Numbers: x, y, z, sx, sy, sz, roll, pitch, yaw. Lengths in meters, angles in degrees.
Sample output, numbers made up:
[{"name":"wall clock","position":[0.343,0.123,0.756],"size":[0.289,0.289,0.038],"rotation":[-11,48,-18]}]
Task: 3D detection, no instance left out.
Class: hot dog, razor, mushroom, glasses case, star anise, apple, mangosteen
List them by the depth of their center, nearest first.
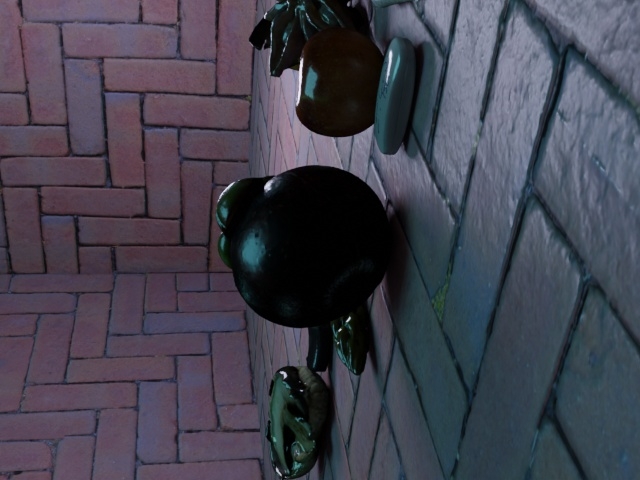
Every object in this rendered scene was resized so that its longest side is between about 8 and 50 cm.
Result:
[{"name":"glasses case","position":[0.118,-0.228,1.396],"size":[0.076,0.050,0.197],"rotation":[-101,15,-50]},{"name":"mangosteen","position":[-0.027,-0.003,1.519],"size":[0.300,0.301,0.300],"rotation":[180,90,-80]},{"name":"apple","position":[0.040,-0.277,1.563],"size":[0.201,0.162,0.201],"rotation":[-173,90,-90]},{"name":"star anise","position":[-0.013,-0.477,1.737],"size":[0.350,0.109,0.292],"rotation":[-12,62,43]},{"name":"hot dog","position":[-0.014,-0.419,1.873],"size":[0.194,0.107,0.326],"rotation":[-50,38,4]},{"name":"razor","position":[-0.004,0.240,2.095],"size":[0.090,0.054,0.147],"rotation":[-135,45,-76]},{"name":"mushroom","position":[-0.045,0.450,2.172],"size":[0.247,0.130,0.344],"rotation":[-127,34,-47]}]

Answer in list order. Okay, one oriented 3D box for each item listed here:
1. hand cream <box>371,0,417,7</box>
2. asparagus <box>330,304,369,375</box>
[{"name":"hand cream","position":[0.122,-0.407,1.410],"size":[0.194,0.042,0.067],"rotation":[-155,66,-75]},{"name":"asparagus","position":[0.053,0.151,1.712],"size":[0.287,0.080,0.080],"rotation":[-101,14,-44]}]
